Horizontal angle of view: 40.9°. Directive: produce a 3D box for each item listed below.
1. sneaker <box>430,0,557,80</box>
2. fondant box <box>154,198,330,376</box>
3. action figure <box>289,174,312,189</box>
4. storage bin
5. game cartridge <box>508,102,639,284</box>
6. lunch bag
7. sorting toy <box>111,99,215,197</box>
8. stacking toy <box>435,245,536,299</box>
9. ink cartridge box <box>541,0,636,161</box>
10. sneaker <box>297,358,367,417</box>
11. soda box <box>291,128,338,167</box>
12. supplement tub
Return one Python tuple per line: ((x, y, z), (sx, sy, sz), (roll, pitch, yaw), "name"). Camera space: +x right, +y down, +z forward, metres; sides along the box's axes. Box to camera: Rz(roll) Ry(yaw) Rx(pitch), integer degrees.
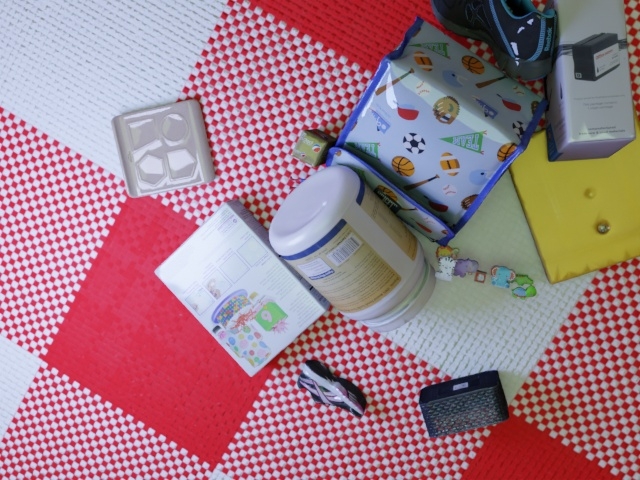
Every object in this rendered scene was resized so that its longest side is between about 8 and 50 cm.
((0.346, -0.452, 1.690), (0.341, 0.125, 0.139), (48, 147, 38), "sneaker")
((-0.174, 0.105, 1.949), (0.238, 0.096, 0.330), (-43, 89, 13), "fondant box")
((-0.010, -0.125, 1.920), (0.115, 0.030, 0.038), (6, 105, 4), "action figure")
((0.315, 0.358, 1.890), (0.180, 0.122, 0.084), (-17, 95, 12), "storage bin")
((0.570, -0.101, 1.820), (0.285, 0.053, 0.323), (-19, 92, 12), "game cartridge")
((0.210, -0.188, 1.750), (0.328, 0.239, 0.385), (36, 137, 2), "lunch bag")
((-0.358, -0.209, 1.965), (0.208, 0.038, 0.192), (-11, 97, 6), "sorting toy")
((0.348, 0.065, 1.818), (0.221, 0.167, 0.052), (15, 101, 8), "stacking toy")
((0.511, -0.324, 1.670), (0.129, 0.223, 0.307), (-4, 86, 6), "ink cartridge box")
((0.024, 0.351, 1.975), (0.178, 0.072, 0.077), (37, 115, 10), "sneaker")
((-0.010, -0.199, 1.830), (0.058, 0.181, 0.061), (28, 101, 5), "soda box")
((0.072, 0.023, 1.787), (0.228, 0.228, 0.316), (-39, 115, 13), "supplement tub")
